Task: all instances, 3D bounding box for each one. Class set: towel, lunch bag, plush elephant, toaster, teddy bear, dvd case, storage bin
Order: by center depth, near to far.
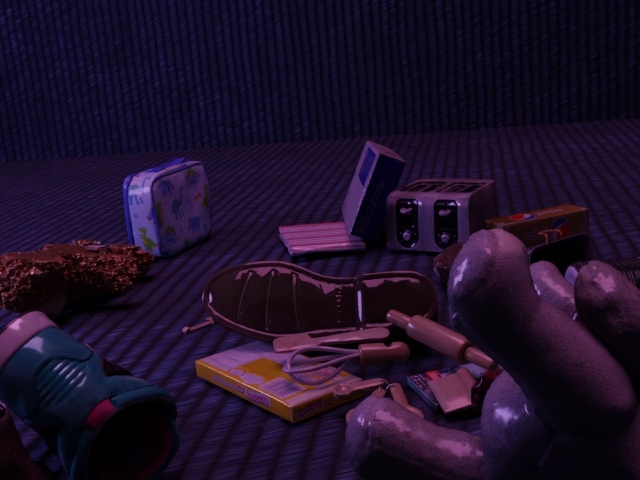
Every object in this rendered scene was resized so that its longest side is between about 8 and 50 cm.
[{"bbox_3d":[0.233,0.109,0.733,0.330,0.272,0.255,29,39,13],"label":"plush elephant"},{"bbox_3d":[0.170,0.164,1.020,0.119,0.013,0.087,-10,15,-15],"label":"dvd case"},{"bbox_3d":[0.329,0.035,1.331,0.135,0.098,0.091,-15,6,-33],"label":"storage bin"},{"bbox_3d":[-0.414,0.065,1.494,0.245,0.113,0.338,2,7,0],"label":"teddy bear"},{"bbox_3d":[0.231,-0.047,1.638,0.168,0.110,0.185,5,17,32],"label":"toaster"},{"bbox_3d":[0.000,0.000,1.715,0.144,0.029,0.197,-5,14,-9],"label":"towel"},{"bbox_3d":[-0.304,-0.069,1.793,0.090,0.176,0.219,1,16,23],"label":"lunch bag"}]

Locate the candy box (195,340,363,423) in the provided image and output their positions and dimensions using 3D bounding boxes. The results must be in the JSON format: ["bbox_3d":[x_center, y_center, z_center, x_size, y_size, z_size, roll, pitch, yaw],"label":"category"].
[{"bbox_3d":[-0.054,0.165,1.073,0.105,0.027,0.206,-12,15,-37],"label":"candy box"}]

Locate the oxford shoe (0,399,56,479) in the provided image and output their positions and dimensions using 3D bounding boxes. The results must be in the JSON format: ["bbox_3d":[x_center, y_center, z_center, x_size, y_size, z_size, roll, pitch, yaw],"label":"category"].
[{"bbox_3d":[-0.277,0.183,0.756,0.096,0.098,0.271,8,-17,2],"label":"oxford shoe"}]

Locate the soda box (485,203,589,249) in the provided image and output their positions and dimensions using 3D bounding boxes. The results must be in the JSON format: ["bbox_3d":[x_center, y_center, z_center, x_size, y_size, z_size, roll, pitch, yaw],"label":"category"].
[{"bbox_3d":[0.385,-0.020,1.577,0.181,0.058,0.061,-10,15,-20],"label":"soda box"}]

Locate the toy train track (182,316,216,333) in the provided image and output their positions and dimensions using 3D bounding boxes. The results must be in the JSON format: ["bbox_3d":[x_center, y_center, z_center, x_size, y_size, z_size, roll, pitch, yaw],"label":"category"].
[{"bbox_3d":[-0.170,0.120,1.324,0.083,0.014,0.048,-19,19,-41],"label":"toy train track"}]

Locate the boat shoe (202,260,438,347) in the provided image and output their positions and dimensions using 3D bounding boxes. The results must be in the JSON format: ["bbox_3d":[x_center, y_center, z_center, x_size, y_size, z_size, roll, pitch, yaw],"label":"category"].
[{"bbox_3d":[0.001,0.099,1.175,0.307,0.111,0.104,5,-23,7],"label":"boat shoe"}]

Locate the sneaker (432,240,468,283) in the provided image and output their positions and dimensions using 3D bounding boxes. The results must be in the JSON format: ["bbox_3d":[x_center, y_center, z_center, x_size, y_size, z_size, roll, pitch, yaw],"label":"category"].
[{"bbox_3d":[0.212,0.050,1.393,0.071,0.066,0.188,-20,6,12],"label":"sneaker"}]

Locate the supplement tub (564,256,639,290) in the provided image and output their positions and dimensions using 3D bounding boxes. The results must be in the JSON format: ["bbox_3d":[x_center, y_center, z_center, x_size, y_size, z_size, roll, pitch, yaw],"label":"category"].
[{"bbox_3d":[0.399,0.076,1.072,0.190,0.117,0.117,-4,14,2],"label":"supplement tub"}]

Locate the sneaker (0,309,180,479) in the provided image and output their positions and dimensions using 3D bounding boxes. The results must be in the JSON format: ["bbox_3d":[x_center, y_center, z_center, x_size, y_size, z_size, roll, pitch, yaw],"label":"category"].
[{"bbox_3d":[-0.225,0.179,0.909,0.124,0.178,0.295,-48,-11,-14],"label":"sneaker"}]

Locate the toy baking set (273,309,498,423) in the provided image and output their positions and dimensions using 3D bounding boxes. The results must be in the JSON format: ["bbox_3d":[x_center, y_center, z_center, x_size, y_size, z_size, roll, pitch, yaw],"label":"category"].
[{"bbox_3d":[0.069,0.135,1.016,0.196,0.030,0.256,-21,32,-33],"label":"toy baking set"}]

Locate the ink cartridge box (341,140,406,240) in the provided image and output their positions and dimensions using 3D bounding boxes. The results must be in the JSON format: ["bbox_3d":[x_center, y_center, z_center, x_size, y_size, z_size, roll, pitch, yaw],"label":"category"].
[{"bbox_3d":[0.100,-0.098,1.736,0.065,0.165,0.333,20,11,-4],"label":"ink cartridge box"}]
